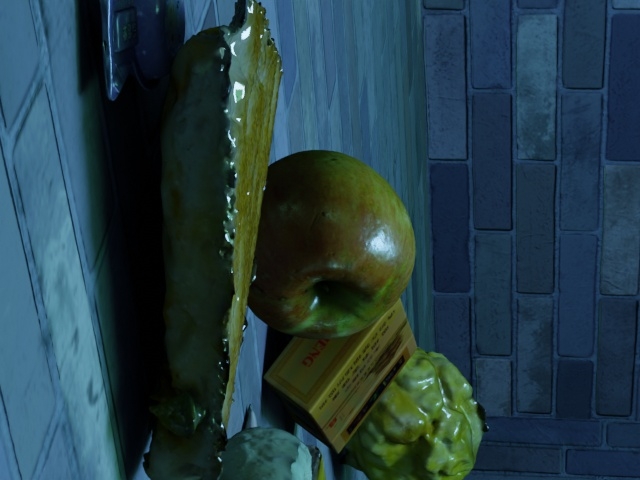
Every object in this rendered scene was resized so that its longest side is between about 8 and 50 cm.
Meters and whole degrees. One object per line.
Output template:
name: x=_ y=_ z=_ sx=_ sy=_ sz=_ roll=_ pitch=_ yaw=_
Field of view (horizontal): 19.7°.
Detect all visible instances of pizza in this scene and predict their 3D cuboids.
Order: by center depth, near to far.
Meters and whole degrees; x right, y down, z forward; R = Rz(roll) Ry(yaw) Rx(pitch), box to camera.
pizza: x=-0.092 y=0.008 z=1.522 sx=0.435 sy=0.080 sz=0.392 roll=44 pitch=52 yaw=-86

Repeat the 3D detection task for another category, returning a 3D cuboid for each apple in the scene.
apple: x=0.000 y=0.000 z=1.874 sx=0.196 sy=0.196 sz=0.196 roll=2 pitch=90 yaw=-82

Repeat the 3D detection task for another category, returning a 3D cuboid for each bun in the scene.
bun: x=-0.073 y=0.260 z=1.647 sx=0.195 sy=0.118 sz=0.195 roll=8 pitch=90 yaw=-81

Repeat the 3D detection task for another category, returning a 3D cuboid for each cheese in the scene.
cheese: x=-0.136 y=-0.161 z=1.382 sx=0.191 sy=0.042 sz=0.105 roll=-51 pitch=140 yaw=-73

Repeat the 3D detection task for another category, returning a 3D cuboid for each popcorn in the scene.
popcorn: x=0.124 y=0.264 z=2.743 sx=0.252 sy=0.215 sz=0.286 roll=58 pitch=-15 yaw=35

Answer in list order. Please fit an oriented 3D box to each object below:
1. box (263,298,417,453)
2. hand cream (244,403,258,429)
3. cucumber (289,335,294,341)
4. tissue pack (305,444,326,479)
box: x=0.030 y=0.146 z=2.220 sx=0.174 sy=0.076 sz=0.274 roll=-51 pitch=164 yaw=-9
hand cream: x=-0.074 y=0.237 z=1.953 sx=0.143 sy=0.039 sz=0.061 roll=-93 pitch=173 yaw=-61
cucumber: x=-0.020 y=0.076 z=2.189 sx=0.227 sy=0.069 sz=0.069 roll=85 pitch=9 yaw=-61
tissue pack: x=-0.033 y=0.323 z=2.066 sx=0.169 sy=0.082 sz=0.120 roll=84 pitch=13 yaw=-46
